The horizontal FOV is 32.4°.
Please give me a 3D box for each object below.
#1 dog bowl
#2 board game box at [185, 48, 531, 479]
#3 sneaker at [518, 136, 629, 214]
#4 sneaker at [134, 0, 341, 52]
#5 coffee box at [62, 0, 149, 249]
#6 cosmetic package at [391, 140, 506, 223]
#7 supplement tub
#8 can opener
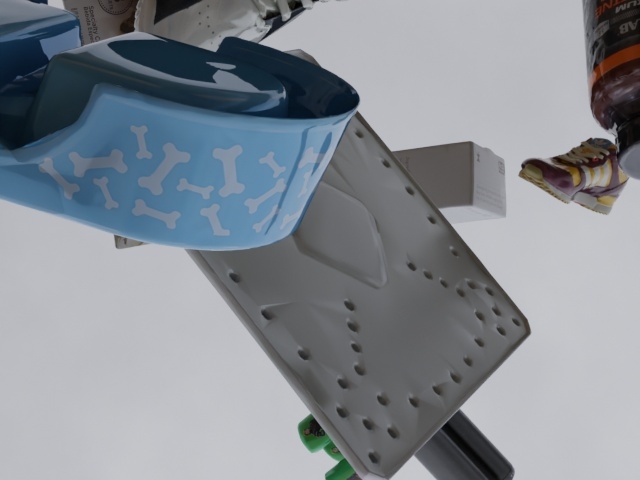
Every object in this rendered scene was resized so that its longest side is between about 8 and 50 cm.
[{"bbox_3d":[-0.131,-0.073,0.549,0.297,0.074,0.166,17,-159,9],"label":"dog bowl"},{"bbox_3d":[0.000,0.000,1.014,0.390,0.050,0.390,52,-149,7],"label":"board game box"},{"bbox_3d":[0.300,-0.087,1.279,0.069,0.185,0.083,38,-73,36],"label":"sneaker"},{"bbox_3d":[-0.013,-0.191,0.753,0.153,0.094,0.235,6,-140,49],"label":"sneaker"},{"bbox_3d":[-0.168,-0.157,1.196,0.168,0.297,0.119,-9,-151,-6],"label":"coffee box"},{"bbox_3d":[0.104,-0.062,1.373,0.231,0.117,0.085,-4,-99,30],"label":"cosmetic package"},{"bbox_3d":[0.246,-0.144,0.800,0.106,0.106,0.197,-4,-116,12],"label":"supplement tub"},{"bbox_3d":[0.158,0.257,1.154,0.093,0.280,0.074,-19,-150,40],"label":"can opener"}]
